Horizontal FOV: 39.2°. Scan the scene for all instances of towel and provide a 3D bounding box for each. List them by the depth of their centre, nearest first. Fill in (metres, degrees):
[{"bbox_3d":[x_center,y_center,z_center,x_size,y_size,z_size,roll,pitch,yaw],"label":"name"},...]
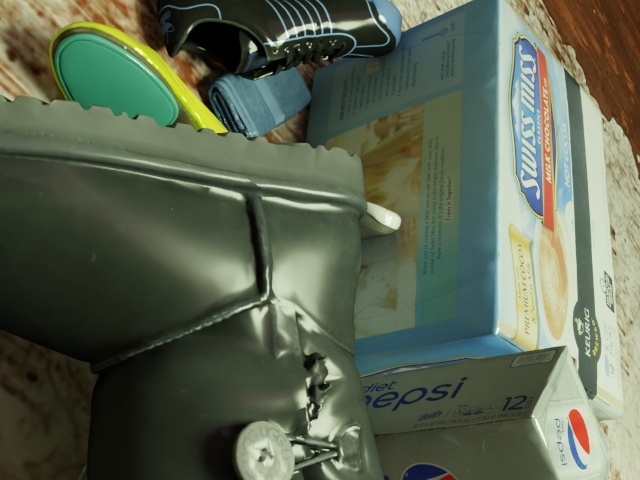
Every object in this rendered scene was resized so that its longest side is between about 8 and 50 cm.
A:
[{"bbox_3d":[-0.058,-0.134,0.840,0.119,0.029,0.067,-41,107,-50],"label":"towel"}]

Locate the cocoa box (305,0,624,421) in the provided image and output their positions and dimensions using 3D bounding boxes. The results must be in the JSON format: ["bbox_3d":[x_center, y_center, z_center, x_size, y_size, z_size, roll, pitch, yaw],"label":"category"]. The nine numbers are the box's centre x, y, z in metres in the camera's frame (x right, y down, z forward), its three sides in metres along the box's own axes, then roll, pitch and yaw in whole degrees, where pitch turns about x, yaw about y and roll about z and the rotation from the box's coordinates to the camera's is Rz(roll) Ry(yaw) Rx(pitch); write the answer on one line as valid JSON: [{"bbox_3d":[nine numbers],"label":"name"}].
[{"bbox_3d":[0.128,-0.011,0.864,0.228,0.231,0.347,34,52,-41],"label":"cocoa box"}]

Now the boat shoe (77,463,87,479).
[{"bbox_3d":[-0.111,0.227,0.588,0.066,0.066,0.183,13,59,-60],"label":"boat shoe"}]

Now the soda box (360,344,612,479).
[{"bbox_3d":[0.055,0.159,0.660,0.091,0.286,0.098,-42,111,-52],"label":"soda box"}]

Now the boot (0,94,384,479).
[{"bbox_3d":[-0.117,0.159,0.492,0.366,0.146,0.446,2,76,-24],"label":"boot"}]

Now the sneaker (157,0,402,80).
[{"bbox_3d":[-0.032,-0.183,0.805,0.232,0.081,0.091,6,67,-20],"label":"sneaker"}]

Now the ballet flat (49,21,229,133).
[{"bbox_3d":[-0.124,-0.096,0.717,0.231,0.077,0.077,45,24,-37],"label":"ballet flat"}]

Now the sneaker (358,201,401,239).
[{"bbox_3d":[0.000,0.000,0.765,0.061,0.157,0.065,21,73,-46],"label":"sneaker"}]
